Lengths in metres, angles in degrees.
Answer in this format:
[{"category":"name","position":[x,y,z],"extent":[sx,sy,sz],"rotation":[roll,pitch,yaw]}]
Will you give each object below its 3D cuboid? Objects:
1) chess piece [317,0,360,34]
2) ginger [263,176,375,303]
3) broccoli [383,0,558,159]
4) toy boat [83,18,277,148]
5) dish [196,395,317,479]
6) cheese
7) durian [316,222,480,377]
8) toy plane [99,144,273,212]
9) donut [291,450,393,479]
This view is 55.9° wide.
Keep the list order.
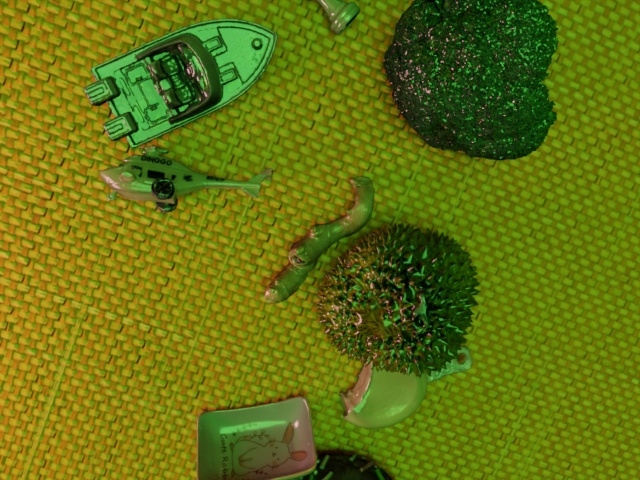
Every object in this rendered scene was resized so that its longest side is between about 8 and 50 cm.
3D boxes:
[{"category":"chess piece","position":[-0.005,-0.416,1.012],"extent":[0.149,0.059,0.059],"rotation":[42,93,-5]},{"category":"ginger","position":[0.000,0.000,1.077],"extent":[0.288,0.075,0.089],"rotation":[-49,143,1]},{"category":"broccoli","position":[0.255,-0.272,0.978],"extent":[0.275,0.308,0.307],"rotation":[-28,106,-40]},{"category":"toy boat","position":[-0.216,-0.272,0.988],"extent":[0.320,0.092,0.141],"rotation":[-26,104,-3]},{"category":"dish","position":[-0.116,0.382,1.108],"extent":[0.213,0.151,0.077],"rotation":[-9,136,-3]},{"category":"cheese","position":[0.166,0.278,1.150],"extent":[0.249,0.071,0.163],"rotation":[2,100,-8]},{"category":"durian","position":[0.145,0.106,1.034],"extent":[0.292,0.224,0.290],"rotation":[-1,94,-8]},{"category":"toy plane","position":[-0.227,-0.104,1.028],"extent":[0.287,0.092,0.108],"rotation":[6,75,-6]},{"category":"donut","position":[0.014,0.540,1.149],"extent":[0.346,0.136,0.259],"rotation":[-4,104,-8]}]
